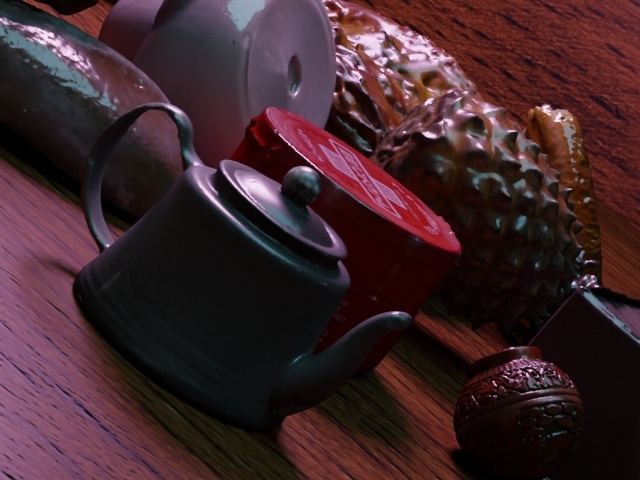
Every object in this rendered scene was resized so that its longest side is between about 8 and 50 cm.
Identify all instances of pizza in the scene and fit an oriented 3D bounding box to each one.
[{"bbox_3d":[0.210,-0.021,1.978,0.074,0.251,0.288,-2,20,-17],"label":"pizza"}]

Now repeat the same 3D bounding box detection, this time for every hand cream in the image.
[{"bbox_3d":[0.000,0.000,1.502,0.193,0.125,0.193,35,13,-9],"label":"hand cream"}]

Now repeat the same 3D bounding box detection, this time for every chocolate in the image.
[{"bbox_3d":[-0.195,-0.119,1.472,0.261,0.083,0.161,35,11,-24],"label":"chocolate"}]

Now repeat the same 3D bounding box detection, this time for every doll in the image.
[{"bbox_3d":[-0.108,-0.147,1.685,0.221,0.221,0.251,37,39,0],"label":"doll"}]

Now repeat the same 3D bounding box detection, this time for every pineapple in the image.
[{"bbox_3d":[0.188,0.032,1.738,0.361,0.175,0.175,46,10,-12],"label":"pineapple"}]

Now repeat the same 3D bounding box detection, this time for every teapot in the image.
[{"bbox_3d":[-0.056,0.008,1.253,0.239,0.149,0.162,41,14,18],"label":"teapot"}]

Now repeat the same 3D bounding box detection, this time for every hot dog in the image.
[{"bbox_3d":[0.015,-0.133,1.931,0.387,0.174,0.267,41,24,20],"label":"hot dog"}]

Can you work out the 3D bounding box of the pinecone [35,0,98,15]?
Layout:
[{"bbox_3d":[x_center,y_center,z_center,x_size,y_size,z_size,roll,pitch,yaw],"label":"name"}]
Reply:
[{"bbox_3d":[-0.259,-0.349,1.581,0.384,0.384,0.384,35,12,-8],"label":"pinecone"}]

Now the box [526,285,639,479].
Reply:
[{"bbox_3d":[0.279,0.170,1.587,0.252,0.153,0.188,43,14,24],"label":"box"}]

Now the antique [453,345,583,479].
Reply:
[{"bbox_3d":[0.149,0.135,1.480,0.104,0.104,0.104,35,12,-8],"label":"antique"}]
